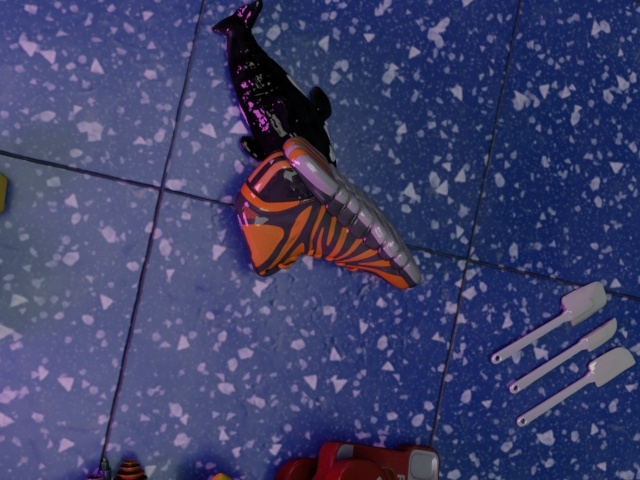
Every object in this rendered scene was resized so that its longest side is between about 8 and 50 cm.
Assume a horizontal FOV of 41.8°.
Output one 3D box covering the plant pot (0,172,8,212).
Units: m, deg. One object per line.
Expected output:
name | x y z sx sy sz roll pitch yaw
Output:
plant pot | -0.467 -0.067 1.122 0.083 0.081 0.081 7 89 -26

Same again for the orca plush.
orca plush | -0.051 -0.211 1.220 0.151 0.102 0.287 -16 95 -15

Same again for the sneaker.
sneaker | 0.000 0.000 1.240 0.180 0.124 0.321 -41 119 13

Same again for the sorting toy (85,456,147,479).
sorting toy | -0.296 0.331 1.181 0.102 0.061 0.042 -2 91 -38

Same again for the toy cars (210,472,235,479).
toy cars | -0.273 0.434 1.144 0.393 0.087 0.176 -7 120 -15

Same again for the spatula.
spatula | 0.401 0.191 1.395 0.242 0.019 0.168 -28 103 -13

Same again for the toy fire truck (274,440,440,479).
toy fire truck | 0.072 0.443 1.218 0.254 0.169 0.302 16 69 -31
